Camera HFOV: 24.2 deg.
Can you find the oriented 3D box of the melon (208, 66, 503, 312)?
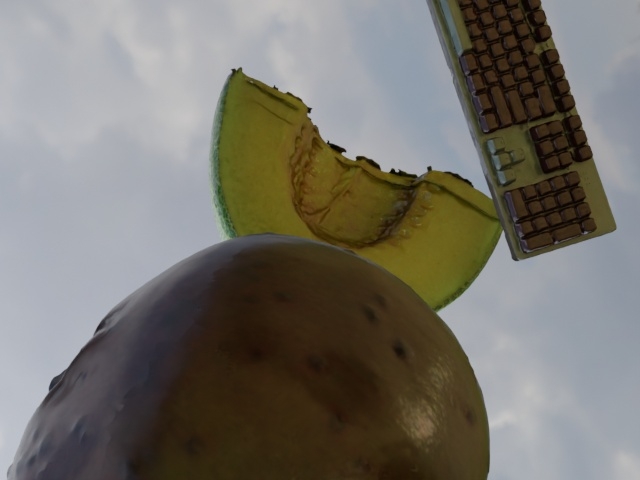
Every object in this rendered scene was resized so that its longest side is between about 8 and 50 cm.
[{"bbox_3d":[0.000,0.000,1.239,0.265,0.129,0.169,28,-121,-11],"label":"melon"}]

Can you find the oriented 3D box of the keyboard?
[{"bbox_3d":[0.083,-0.077,0.649,0.017,0.055,0.166,-27,80,66],"label":"keyboard"}]

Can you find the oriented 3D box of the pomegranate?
[{"bbox_3d":[-0.011,0.153,0.831,0.323,0.291,0.291,32,-147,-23],"label":"pomegranate"}]
